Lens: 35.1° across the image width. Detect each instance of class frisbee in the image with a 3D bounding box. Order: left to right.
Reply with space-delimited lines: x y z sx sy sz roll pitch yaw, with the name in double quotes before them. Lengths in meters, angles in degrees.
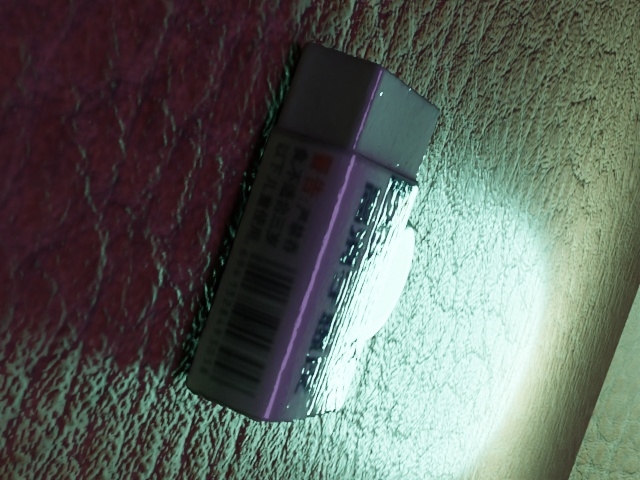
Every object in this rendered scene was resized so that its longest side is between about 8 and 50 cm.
"frisbee" 0.048 0.032 0.807 0.110 0.014 0.110 -47 149 -41

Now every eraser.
"eraser" 0.000 0.000 0.616 0.124 0.068 0.210 14 96 -65
